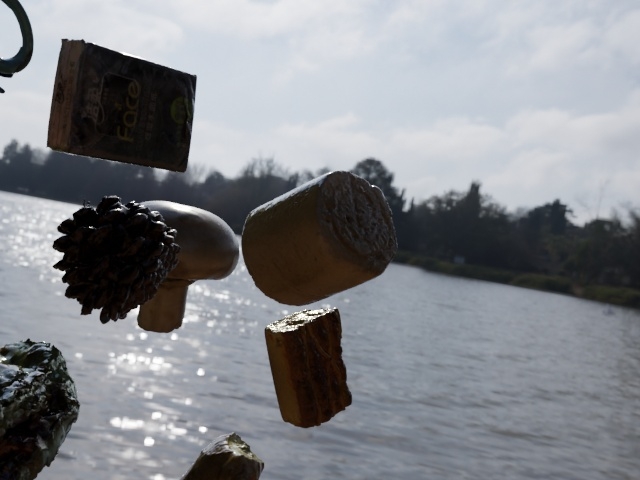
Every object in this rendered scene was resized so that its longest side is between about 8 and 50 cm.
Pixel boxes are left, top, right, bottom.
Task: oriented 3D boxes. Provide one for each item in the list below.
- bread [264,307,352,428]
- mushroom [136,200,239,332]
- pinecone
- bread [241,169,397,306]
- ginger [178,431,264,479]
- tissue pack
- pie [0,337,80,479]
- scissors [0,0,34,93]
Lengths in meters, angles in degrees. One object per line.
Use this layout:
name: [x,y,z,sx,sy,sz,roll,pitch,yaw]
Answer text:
bread: [-0.024,0.319,1.843,0.185,0.274,0.114,-21,20,-37]
mushroom: [-0.333,0.062,1.616,0.293,0.289,0.292,12,5,-1]
pinecone: [-0.354,0.025,1.248,0.222,0.221,0.221,11,-1,0]
bread: [0.000,0.000,0.892,0.141,0.133,0.148,-25,-19,38]
ginger: [-0.202,0.507,1.440,0.130,0.275,0.221,32,-41,-32]
tissue pack: [-0.307,-0.208,1.172,0.073,0.173,0.236,11,3,37]
pie: [-0.531,0.262,0.996,0.395,0.180,0.418,-23,17,-6]
scissors: [-0.494,-0.335,0.883,0.032,0.180,0.392,23,-30,37]
